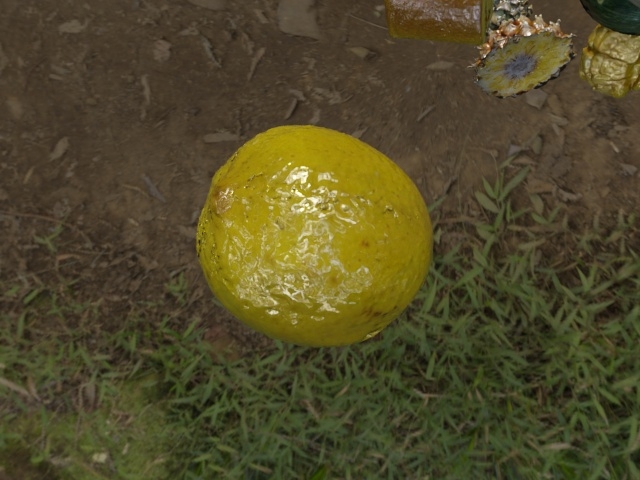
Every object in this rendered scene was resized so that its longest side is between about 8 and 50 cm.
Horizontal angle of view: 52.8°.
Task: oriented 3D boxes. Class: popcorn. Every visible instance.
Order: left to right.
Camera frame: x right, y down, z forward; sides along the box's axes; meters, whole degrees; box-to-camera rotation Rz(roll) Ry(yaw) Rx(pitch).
[{"bbox_3d":[0.579,-0.370,1.217,0.140,0.163,0.194,33,109,18],"label":"popcorn"}]

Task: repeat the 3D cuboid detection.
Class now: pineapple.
[{"bbox_3d":[0.463,-0.530,1.578,0.262,0.262,0.271,-17,66,15],"label":"pineapple"}]

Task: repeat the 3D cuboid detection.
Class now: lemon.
[{"bbox_3d":[0.000,0.000,0.774,0.310,0.258,0.258,16,111,-29],"label":"lemon"}]

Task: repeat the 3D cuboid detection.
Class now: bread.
[{"bbox_3d":[0.196,-0.401,1.069,0.172,0.103,0.132,12,143,23],"label":"bread"}]

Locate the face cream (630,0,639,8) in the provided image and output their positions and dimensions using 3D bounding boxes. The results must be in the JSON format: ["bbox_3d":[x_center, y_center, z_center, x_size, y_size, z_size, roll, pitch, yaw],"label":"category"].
[{"bbox_3d":[0.451,-0.364,0.736,0.096,0.096,0.214,33,109,0],"label":"face cream"}]

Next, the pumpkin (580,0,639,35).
[{"bbox_3d":[0.481,-0.435,0.959,0.197,0.293,0.263,-25,85,54],"label":"pumpkin"}]
